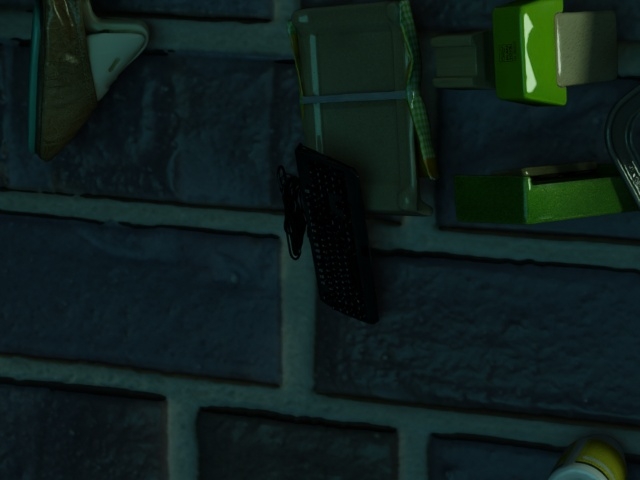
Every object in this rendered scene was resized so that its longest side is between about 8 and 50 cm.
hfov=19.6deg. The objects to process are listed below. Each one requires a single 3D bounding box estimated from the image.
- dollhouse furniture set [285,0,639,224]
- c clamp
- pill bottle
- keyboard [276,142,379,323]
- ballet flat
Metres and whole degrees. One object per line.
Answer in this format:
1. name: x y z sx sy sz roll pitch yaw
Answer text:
1. dollhouse furniture set: 0.126 -0.122 1.680 0.301 0.151 0.198 4 100 48
2. c clamp: 0.310 -0.089 1.615 0.022 0.137 0.161 5 125 58
3. pill bottle: 0.246 0.218 1.694 0.065 0.116 0.065 5 105 18
4. keyboard: 0.000 0.000 1.722 0.100 0.038 0.192 25 140 35
5. ballet flat: -0.225 -0.239 1.754 0.124 0.116 0.342 -2 109 -5
